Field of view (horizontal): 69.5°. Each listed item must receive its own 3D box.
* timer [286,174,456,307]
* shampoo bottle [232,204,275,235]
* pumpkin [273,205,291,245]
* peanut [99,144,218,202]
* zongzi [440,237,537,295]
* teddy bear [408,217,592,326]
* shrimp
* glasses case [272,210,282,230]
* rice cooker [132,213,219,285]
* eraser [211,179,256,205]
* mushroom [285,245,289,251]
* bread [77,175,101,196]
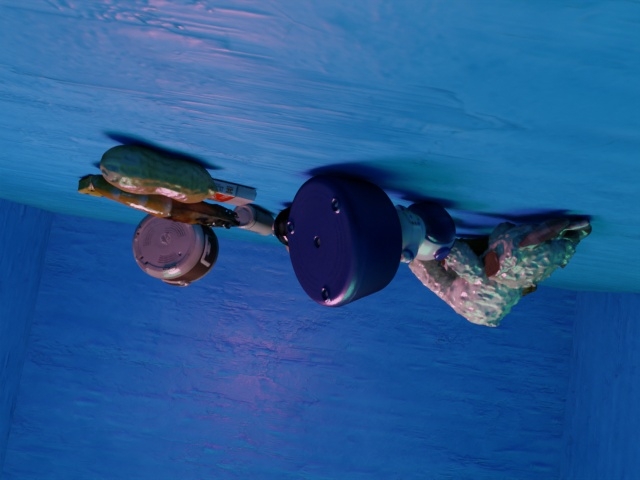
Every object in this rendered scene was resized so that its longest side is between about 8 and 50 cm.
[{"bbox_3d":[0.148,-0.015,1.030,0.383,0.271,0.270,-7,-176,-33],"label":"timer"},{"bbox_3d":[-0.226,-0.069,1.664,0.085,0.085,0.262,7,175,16],"label":"shampoo bottle"},{"bbox_3d":[-0.052,-0.033,1.455,0.201,0.141,0.202,7,168,2],"label":"pumpkin"},{"bbox_3d":[-0.340,-0.141,1.000,0.263,0.101,0.117,10,-160,-40],"label":"peanut"},{"bbox_3d":[0.538,0.052,1.419,0.322,0.160,0.360,9,166,10],"label":"zongzi"},{"bbox_3d":[0.452,0.020,1.202,0.327,0.363,0.375,5,-152,-22],"label":"teddy bear"},{"bbox_3d":[-0.445,-0.112,1.374,0.444,0.085,0.272,15,-172,-34],"label":"shrimp"},{"bbox_3d":[0.000,0.000,1.621,0.336,0.076,0.144,24,177,4],"label":"glasses case"},{"bbox_3d":[-0.630,0.033,2.061,0.334,0.336,0.325,8,171,5],"label":"rice cooker"},{"bbox_3d":[-0.309,-0.141,1.270,0.230,0.038,0.157,12,174,-25],"label":"eraser"},{"bbox_3d":[-0.079,0.002,1.911,0.112,0.148,0.148,31,163,-32],"label":"mushroom"},{"bbox_3d":[-0.707,-0.174,1.477,0.088,0.049,0.226,13,173,-38],"label":"bread"}]
